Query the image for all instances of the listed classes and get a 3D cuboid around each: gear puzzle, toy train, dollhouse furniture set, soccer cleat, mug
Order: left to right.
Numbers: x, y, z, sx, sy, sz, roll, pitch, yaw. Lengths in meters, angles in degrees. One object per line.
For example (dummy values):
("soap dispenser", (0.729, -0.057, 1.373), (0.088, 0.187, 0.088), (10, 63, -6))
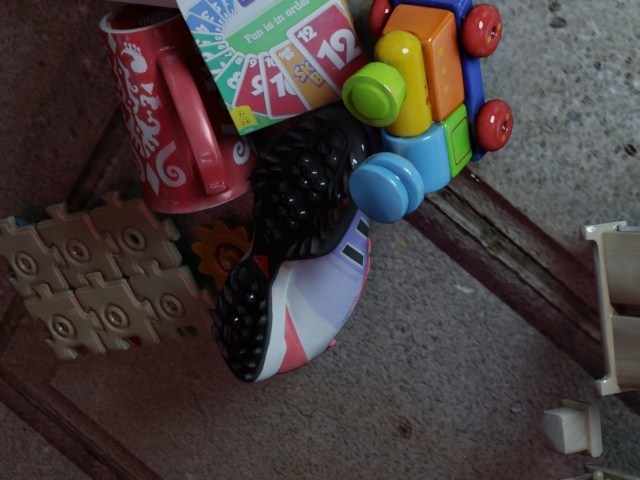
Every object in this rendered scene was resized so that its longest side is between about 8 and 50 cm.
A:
("gear puzzle", (-0.179, 0.022, 1.811), (0.339, 0.044, 0.175), (-12, 115, 39))
("mug", (-0.111, -0.120, 1.581), (0.150, 0.113, 0.169), (14, 129, 47))
("soccer cleat", (0.000, 0.000, 1.608), (0.108, 0.116, 0.318), (55, 141, 30))
("toy train", (0.064, -0.144, 1.402), (0.105, 0.143, 0.248), (12, 131, 29))
("dollhouse furniture set", (0.311, 0.077, 1.472), (0.303, 0.174, 0.355), (-175, 78, -65))

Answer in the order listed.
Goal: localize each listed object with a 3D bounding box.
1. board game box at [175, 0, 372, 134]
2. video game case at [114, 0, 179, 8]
("board game box", (-0.057, -0.213, 1.460), (0.124, 0.039, 0.259), (-19, 119, 10))
("video game case", (-0.187, -0.325, 1.504), (0.244, 0.061, 0.269), (10, 129, 30))
